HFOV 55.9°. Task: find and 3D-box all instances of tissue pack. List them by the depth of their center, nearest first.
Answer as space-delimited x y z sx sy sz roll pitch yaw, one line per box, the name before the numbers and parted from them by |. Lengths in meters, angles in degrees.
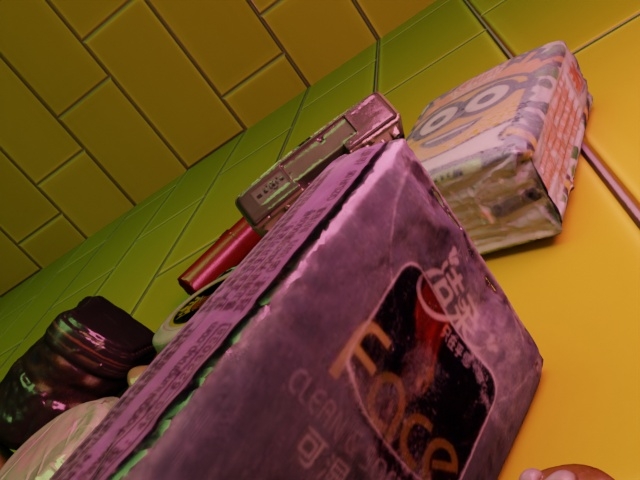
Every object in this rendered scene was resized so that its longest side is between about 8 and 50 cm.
tissue pack | 0.005 0.134 0.412 0.122 0.259 0.361 -6 36 49
tissue pack | 0.212 -0.113 0.784 0.228 0.128 0.310 -18 26 41

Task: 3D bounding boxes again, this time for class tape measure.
tape measure | -0.124 0.114 0.882 0.207 0.115 0.235 -26 15 26

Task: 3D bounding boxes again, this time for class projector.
projector | 0.014 -0.092 0.937 0.270 0.088 0.193 -38 -18 2

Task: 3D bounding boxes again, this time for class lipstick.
lipstick | -0.168 0.006 1.229 0.279 0.073 0.073 -47 22 -25

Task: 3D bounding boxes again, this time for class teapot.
teapot | -0.248 0.292 0.612 0.221 0.178 0.163 -43 19 -29

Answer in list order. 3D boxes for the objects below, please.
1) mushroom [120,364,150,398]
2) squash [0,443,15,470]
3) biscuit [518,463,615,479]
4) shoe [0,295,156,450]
mushroom | -0.301 0.282 0.799 0.103 0.118 0.270 34 69 30
squash | -0.468 0.325 0.834 0.137 0.287 0.137 -4 36 3
biscuit | 0.133 0.242 0.277 0.197 0.049 0.301 -14 32 51
shoe | -0.398 0.226 0.993 0.237 0.171 0.384 -55 9 -7
